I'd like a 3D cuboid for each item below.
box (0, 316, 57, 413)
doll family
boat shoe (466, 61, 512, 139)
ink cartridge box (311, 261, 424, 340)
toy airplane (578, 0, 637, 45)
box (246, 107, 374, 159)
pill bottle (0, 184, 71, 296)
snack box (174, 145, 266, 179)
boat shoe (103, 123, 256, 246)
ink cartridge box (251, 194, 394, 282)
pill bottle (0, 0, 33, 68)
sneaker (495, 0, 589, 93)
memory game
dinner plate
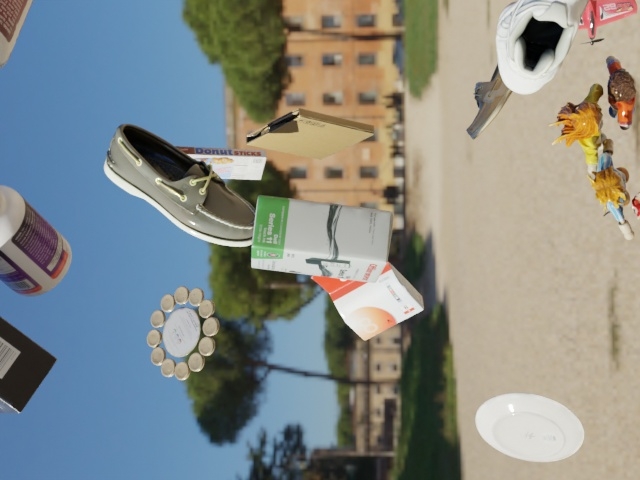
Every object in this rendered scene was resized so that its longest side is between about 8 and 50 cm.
[{"bbox_3d":[-0.467,0.155,1.458,0.158,0.156,0.093,-14,39,55],"label":"box"},{"bbox_3d":[0.362,-0.096,1.347,0.163,0.118,0.263,2,-108,-74],"label":"doll family"},{"bbox_3d":[0.288,-0.251,1.821,0.170,0.059,0.063,-56,1,-10],"label":"boat shoe"},{"bbox_3d":[0.092,0.102,2.059,0.179,0.145,0.045,43,-151,-34],"label":"ink cartridge box"},{"bbox_3d":[0.423,-0.384,1.707,0.028,0.151,0.151,-99,6,-67],"label":"toy airplane"},{"bbox_3d":[-0.020,-0.206,2.108,0.201,0.164,0.021,7,-110,-42],"label":"box"},{"bbox_3d":[-0.445,-0.010,1.515,0.193,0.108,0.108,57,-151,-52],"label":"pill bottle"},{"bbox_3d":[-0.191,-0.141,1.963,0.064,0.178,0.022,110,156,-50],"label":"snack box"},{"bbox_3d":[-0.230,-0.094,1.824,0.109,0.305,0.091,-50,-13,-49],"label":"boat shoe"},{"bbox_3d":[0.000,0.000,1.668,0.153,0.208,0.087,103,173,-75],"label":"ink cartridge box"},{"bbox_3d":[-0.730,-0.489,2.237,0.224,0.224,0.392,81,-159,-62],"label":"pill bottle"},{"bbox_3d":[0.234,-0.219,1.194,0.232,0.090,0.115,94,-163,-66],"label":"sneaker"},{"bbox_3d":[-0.269,0.178,2.092,0.012,0.186,0.186,20,-114,-51],"label":"memory game"},{"bbox_3d":[0.271,0.249,1.398,0.017,0.141,0.141,-70,-18,-44],"label":"dinner plate"}]
